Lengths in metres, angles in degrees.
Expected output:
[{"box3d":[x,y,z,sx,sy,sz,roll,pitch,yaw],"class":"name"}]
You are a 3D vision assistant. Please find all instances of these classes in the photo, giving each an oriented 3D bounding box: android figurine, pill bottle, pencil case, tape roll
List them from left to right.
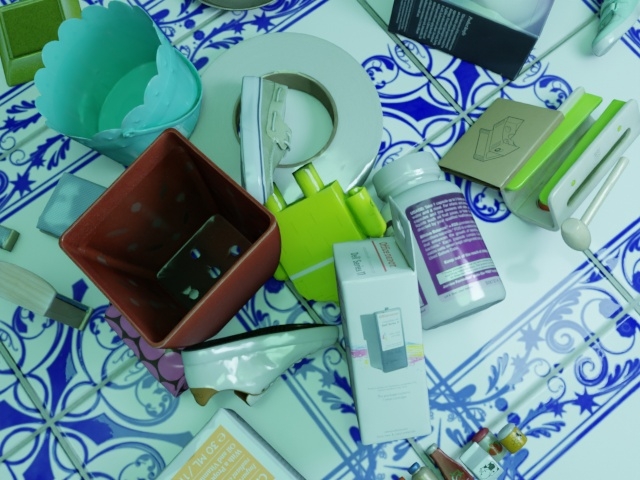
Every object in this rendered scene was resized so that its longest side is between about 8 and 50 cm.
[{"box3d":[-0.295,0.178,1.235,0.209,0.095,0.098,45,99,7],"class":"pencil case"},{"box3d":[-0.069,-0.228,1.361,0.391,0.072,0.393,0,74,-1],"class":"tape roll"},{"box3d":[0.000,0.000,1.247,0.248,0.056,0.273,-27,103,24],"class":"android figurine"},{"box3d":[0.206,-0.003,1.252,0.169,0.169,0.302,-19,76,-6],"class":"pill bottle"}]

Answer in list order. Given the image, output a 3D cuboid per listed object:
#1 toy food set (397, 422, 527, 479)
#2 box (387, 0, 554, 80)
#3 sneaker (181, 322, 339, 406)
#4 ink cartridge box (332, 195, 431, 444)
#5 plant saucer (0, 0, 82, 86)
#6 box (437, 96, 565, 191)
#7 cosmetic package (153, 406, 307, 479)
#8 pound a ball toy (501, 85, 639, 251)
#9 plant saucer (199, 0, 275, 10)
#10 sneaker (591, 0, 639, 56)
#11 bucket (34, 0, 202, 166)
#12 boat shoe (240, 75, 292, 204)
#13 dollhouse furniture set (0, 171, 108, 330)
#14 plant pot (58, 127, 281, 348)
[{"box3d":[0.235,0.383,1.177,0.232,0.111,0.104,-42,80,-8],"class":"toy food set"},{"box3d":[0.334,-0.538,1.392,0.293,0.183,0.297,23,76,4],"class":"box"},{"box3d":[-0.097,0.221,1.214,0.289,0.106,0.123,-10,92,-22],"class":"sneaker"},{"box3d":[0.093,0.122,1.123,0.119,0.207,0.354,-8,106,-1],"class":"ink cartridge box"},{"box3d":[-0.589,-0.436,1.424,0.188,0.045,0.188,-18,76,-6],"class":"plant saucer"},{"box3d":[0.349,-0.192,1.330,0.201,0.021,0.164,-47,40,-12],"class":"box"},{"box3d":[-0.071,0.512,1.115,0.453,0.161,0.230,41,78,9],"class":"cosmetic package"},{"box3d":[0.495,-0.121,1.287,0.319,0.136,0.208,-48,45,-12],"class":"pound a ball toy"},{"box3d":[-0.175,-0.622,1.476,0.310,0.050,0.311,0,76,-1],"class":"plant saucer"},{"box3d":[0.594,-0.502,1.427,0.151,0.094,0.256,37,68,3],"class":"sneaker"},{"box3d":[-0.368,-0.282,1.280,0.281,0.183,0.281,-6,72,18],"class":"bucket"},{"box3d":[-0.097,-0.190,1.226,0.094,0.109,0.303,0,55,-6],"class":"boat shoe"},{"box3d":[-0.493,-0.031,1.237,0.286,0.198,0.304,23,75,5],"class":"dollhouse furniture set"},{"box3d":[-0.219,0.022,1.165,0.267,0.236,0.267,41,85,21],"class":"plant pot"}]
